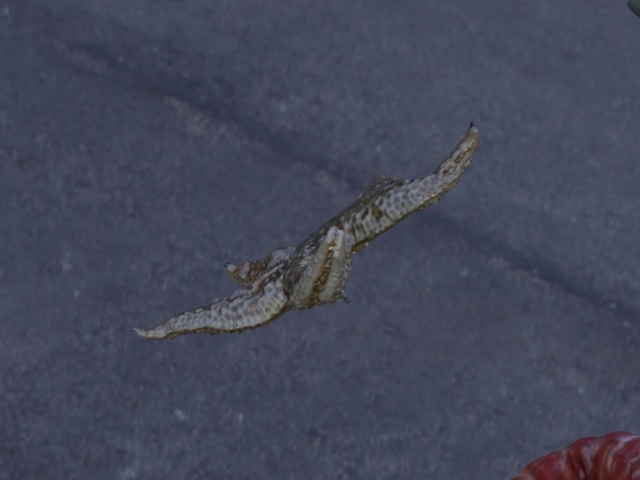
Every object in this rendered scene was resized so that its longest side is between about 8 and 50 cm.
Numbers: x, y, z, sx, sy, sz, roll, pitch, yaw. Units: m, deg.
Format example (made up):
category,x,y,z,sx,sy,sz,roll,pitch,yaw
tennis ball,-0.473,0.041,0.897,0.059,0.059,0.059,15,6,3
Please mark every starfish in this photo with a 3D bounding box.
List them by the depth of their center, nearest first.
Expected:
category,x,y,z,sx,sy,sz,roll,pitch,yaw
starfish,0.000,0.000,0.950,0.062,0.277,0.236,52,16,-8

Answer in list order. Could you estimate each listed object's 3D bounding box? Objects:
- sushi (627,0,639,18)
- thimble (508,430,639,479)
category,x,y,z,sx,sy,sz,roll,pitch,yaw
sushi,0.275,-0.095,0.413,0.299,0.294,0.281,0,53,-52
thimble,0.252,0.355,1.304,0.231,0.350,0.350,50,39,-7
